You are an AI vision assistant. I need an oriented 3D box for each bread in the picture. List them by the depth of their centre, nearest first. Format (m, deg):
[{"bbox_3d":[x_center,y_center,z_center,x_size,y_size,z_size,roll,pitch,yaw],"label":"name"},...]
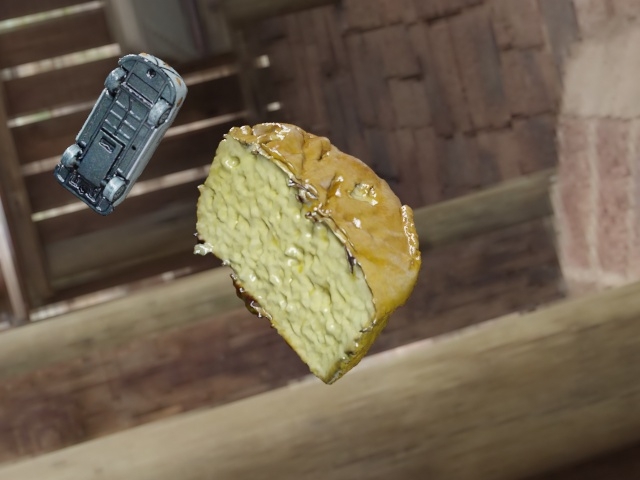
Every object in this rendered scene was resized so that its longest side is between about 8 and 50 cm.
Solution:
[{"bbox_3d":[0.004,0.001,1.450,0.260,0.147,0.160,44,128,28],"label":"bread"}]

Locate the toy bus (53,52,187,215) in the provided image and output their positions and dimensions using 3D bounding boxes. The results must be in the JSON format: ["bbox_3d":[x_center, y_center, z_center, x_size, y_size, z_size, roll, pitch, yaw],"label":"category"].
[{"bbox_3d":[-0.224,-0.129,1.705,0.087,0.089,0.194,37,113,7],"label":"toy bus"}]
